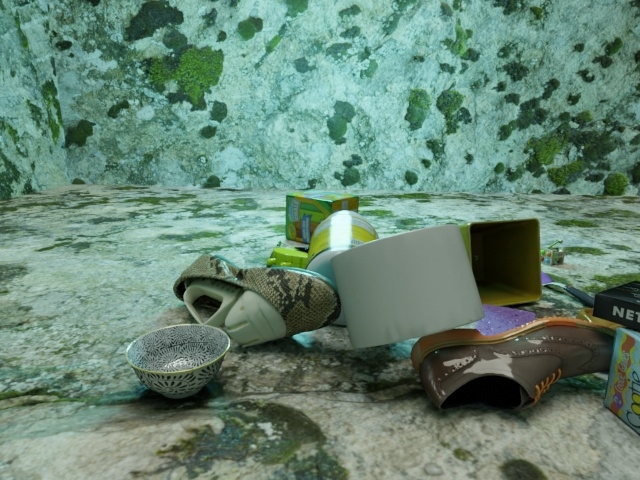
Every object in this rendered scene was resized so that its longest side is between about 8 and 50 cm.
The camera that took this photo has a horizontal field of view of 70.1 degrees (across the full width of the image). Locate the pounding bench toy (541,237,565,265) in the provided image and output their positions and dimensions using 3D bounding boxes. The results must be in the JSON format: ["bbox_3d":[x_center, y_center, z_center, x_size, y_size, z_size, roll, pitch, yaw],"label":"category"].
[{"bbox_3d":[0.753,0.034,1.489,0.065,0.083,0.052,-5,16,-23],"label":"pounding bench toy"}]

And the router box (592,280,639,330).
[{"bbox_3d":[0.549,0.112,0.710,0.133,0.046,0.179,-8,13,-30],"label":"router box"}]

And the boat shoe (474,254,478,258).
[{"bbox_3d":[0.485,0.019,1.554,0.095,0.095,0.257,-16,12,-10],"label":"boat shoe"}]

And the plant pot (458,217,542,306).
[{"bbox_3d":[0.431,0.054,1.213,0.212,0.212,0.187,-4,2,-17],"label":"plant pot"}]

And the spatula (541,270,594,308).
[{"bbox_3d":[0.650,0.127,1.242,0.084,0.030,0.296,-5,16,-16],"label":"spatula"}]

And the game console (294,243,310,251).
[{"bbox_3d":[0.000,0.000,1.374,0.122,0.107,0.071,-2,38,-40],"label":"game console"}]

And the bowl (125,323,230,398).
[{"bbox_3d":[-0.238,0.214,0.779,0.170,0.080,0.170,0,15,0],"label":"bowl"}]

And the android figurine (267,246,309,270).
[{"bbox_3d":[-0.031,0.057,1.377,0.272,0.056,0.248,-4,11,-44],"label":"android figurine"}]

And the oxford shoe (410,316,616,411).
[{"bbox_3d":[0.343,0.221,0.759,0.363,0.130,0.133,-7,33,-2],"label":"oxford shoe"}]

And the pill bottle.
[{"bbox_3d":[0.061,0.046,1.137,0.187,0.188,0.334,2,23,3],"label":"pill bottle"}]

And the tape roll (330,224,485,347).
[{"bbox_3d":[0.154,0.084,0.833,0.246,0.169,0.246,-14,-9,-2],"label":"tape roll"}]

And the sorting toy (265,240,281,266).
[{"bbox_3d":[-0.145,0.040,1.441,0.012,0.083,0.062,27,16,1],"label":"sorting toy"}]

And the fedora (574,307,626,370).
[{"bbox_3d":[0.566,0.187,0.919,0.194,0.079,0.194,0,16,0],"label":"fedora"}]

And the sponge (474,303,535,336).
[{"bbox_3d":[0.394,0.194,0.980,0.117,0.031,0.210,8,16,25],"label":"sponge"}]

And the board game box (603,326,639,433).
[{"bbox_3d":[0.610,0.217,0.687,0.275,0.144,0.142,-2,15,-7],"label":"board game box"}]

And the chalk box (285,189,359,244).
[{"bbox_3d":[-0.020,-0.092,1.747,0.288,0.180,0.179,11,18,38],"label":"chalk box"}]

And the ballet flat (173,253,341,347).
[{"bbox_3d":[-0.172,0.138,0.993,0.482,0.164,0.182,8,38,45],"label":"ballet flat"}]
